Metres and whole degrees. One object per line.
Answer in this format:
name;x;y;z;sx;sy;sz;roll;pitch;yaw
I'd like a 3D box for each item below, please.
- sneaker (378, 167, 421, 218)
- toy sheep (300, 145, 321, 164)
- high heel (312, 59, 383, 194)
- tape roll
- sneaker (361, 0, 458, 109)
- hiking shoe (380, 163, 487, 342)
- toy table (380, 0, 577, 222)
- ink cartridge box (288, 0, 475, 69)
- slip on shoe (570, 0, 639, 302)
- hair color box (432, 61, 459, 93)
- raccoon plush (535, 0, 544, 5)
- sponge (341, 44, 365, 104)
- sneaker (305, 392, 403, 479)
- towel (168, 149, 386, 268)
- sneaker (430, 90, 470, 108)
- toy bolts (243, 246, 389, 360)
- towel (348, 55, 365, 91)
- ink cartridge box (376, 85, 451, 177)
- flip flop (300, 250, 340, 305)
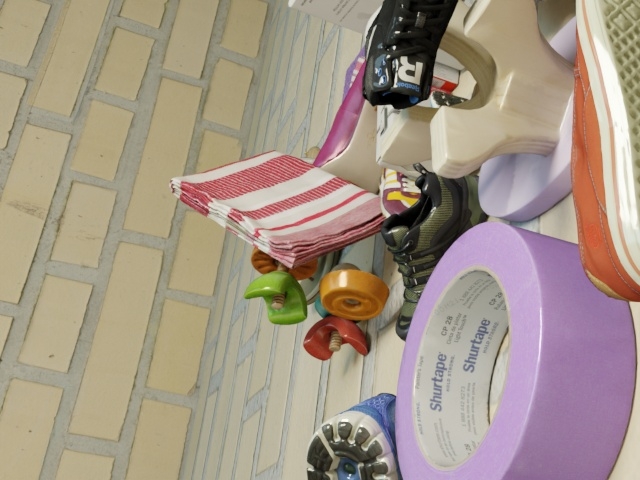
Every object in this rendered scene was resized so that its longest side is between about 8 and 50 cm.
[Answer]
sneaker;0.126;-0.087;1.127;0.185;0.070;0.084;-102;26;-59
toy sheep;-0.016;-0.144;1.725;0.091;0.091;0.132;-150;61;-76
high heel;0.070;-0.191;1.374;0.377;0.127;0.181;-52;24;37
tape roll;0.165;0.125;0.717;0.275;0.090;0.274;-166;90;-76
sneaker;0.095;-0.198;0.712;0.217;0.079;0.121;118;159;-63
hiking shoe;0.118;0.015;0.955;0.086;0.114;0.226;-120;46;-71
toy table;0.182;-0.141;0.780;0.252;0.161;0.274;-92;22;-48
ink cartridge box;0.117;-0.377;1.047;0.114;0.273;0.197;158;126;-68
slip on shoe;0.243;-0.106;0.606;0.101;0.123;0.331;127;149;-66
hair color box;0.162;-0.305;1.164;0.053;0.093;0.167;136;147;-64
raccoon plush;0.140;-0.431;0.869;0.216;0.299;0.446;-54;22;24
sponge;0.095;-0.350;1.600;0.210;0.031;0.117;138;143;-64
sneaker;0.061;0.324;0.889;0.147;0.130;0.330;-27;-51;-54
towel;-0.056;-0.067;1.211;0.329;0.237;0.037;28;128;42
sneaker;0.169;-0.140;1.030;0.162;0.063;0.073;-90;17;-47
toy bolts;0.024;0.062;1.191;0.218;0.228;0.158;-9;51;26
towel;0.080;-0.254;1.503;0.144;0.029;0.197;-127;48;-65
ink cartridge box;0.135;-0.162;1.106;0.056;0.099;0.135;124;155;-51
flip flop;0.000;0.000;1.508;0.112;0.080;0.277;-100;28;-59
